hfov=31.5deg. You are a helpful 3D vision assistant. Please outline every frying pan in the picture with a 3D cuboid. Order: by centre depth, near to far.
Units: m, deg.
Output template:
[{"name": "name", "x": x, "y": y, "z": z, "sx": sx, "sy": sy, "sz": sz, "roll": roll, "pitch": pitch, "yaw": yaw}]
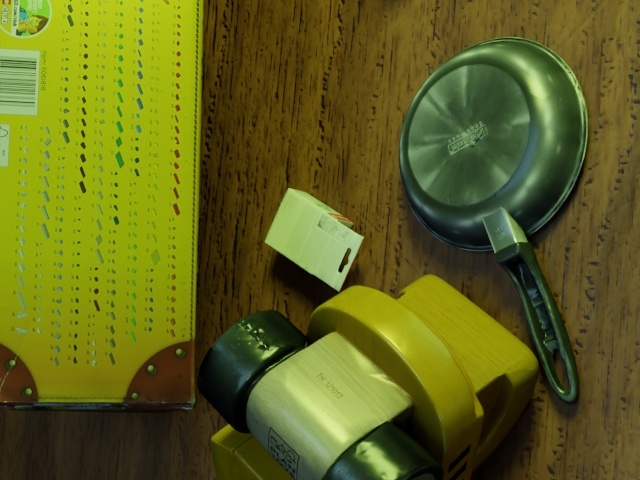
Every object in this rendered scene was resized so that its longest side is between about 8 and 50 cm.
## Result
[{"name": "frying pan", "x": 0.139, "y": -0.026, "z": 1.006, "sx": 0.197, "sy": 0.053, "sz": 0.326, "roll": -2, "pitch": 79, "yaw": 41}]

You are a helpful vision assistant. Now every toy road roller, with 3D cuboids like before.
[{"name": "toy road roller", "x": 0.053, "y": 0.179, "z": 0.974, "sx": 0.202, "sy": 0.241, "sz": 0.329, "roll": 41, "pitch": 147, "yaw": 31}]

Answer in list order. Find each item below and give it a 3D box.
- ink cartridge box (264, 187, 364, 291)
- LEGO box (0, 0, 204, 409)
[{"name": "ink cartridge box", "x": 0.000, "y": 0.000, "z": 1.130, "sx": 0.115, "sy": 0.029, "sz": 0.062, "roll": 33, "pitch": 104, "yaw": 38}, {"name": "LEGO box", "x": -0.222, "y": -0.084, "z": 1.107, "sx": 0.372, "sy": 0.193, "sz": 0.500, "roll": 141, "pitch": 130, "yaw": -77}]
